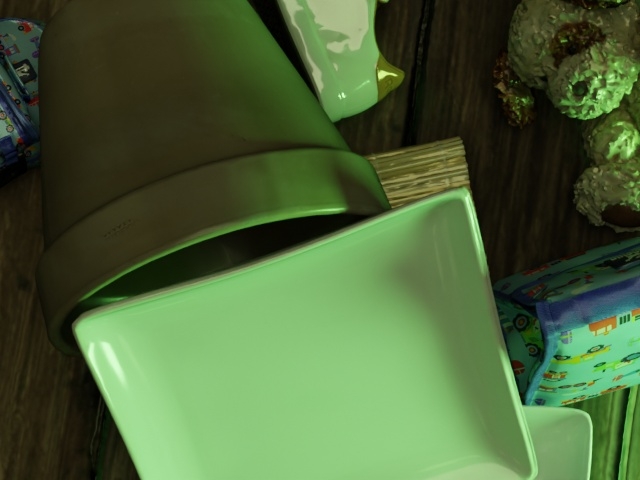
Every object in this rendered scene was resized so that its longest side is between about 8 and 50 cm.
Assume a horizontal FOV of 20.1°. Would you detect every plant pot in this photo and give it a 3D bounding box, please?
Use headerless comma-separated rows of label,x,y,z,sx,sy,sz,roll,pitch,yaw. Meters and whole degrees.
plant pot,-0.126,-0.080,1.619,0.323,0.323,0.280,-19,74,-5

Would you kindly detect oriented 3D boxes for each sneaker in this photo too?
sneaker,-0.005,-0.263,1.772,0.123,0.106,0.290,-22,92,-15

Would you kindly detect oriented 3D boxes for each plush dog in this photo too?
plush dog,0.287,-0.171,1.728,0.225,0.262,0.211,28,48,-9

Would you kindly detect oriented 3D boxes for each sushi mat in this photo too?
sushi mat,0.000,0.000,1.769,0.316,0.019,0.151,-12,84,-5

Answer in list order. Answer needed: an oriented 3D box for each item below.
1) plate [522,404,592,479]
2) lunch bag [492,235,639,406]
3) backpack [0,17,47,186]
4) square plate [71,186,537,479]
plate,0.110,0.289,1.707,0.278,0.045,0.277,3,84,6
lunch bag,0.284,0.061,1.638,0.221,0.293,0.138,-16,84,-5
backpack,-0.306,-0.138,1.723,0.173,0.117,0.158,-27,85,-9
square plate,-0.004,0.133,1.590,0.347,0.049,0.344,-19,126,-1
